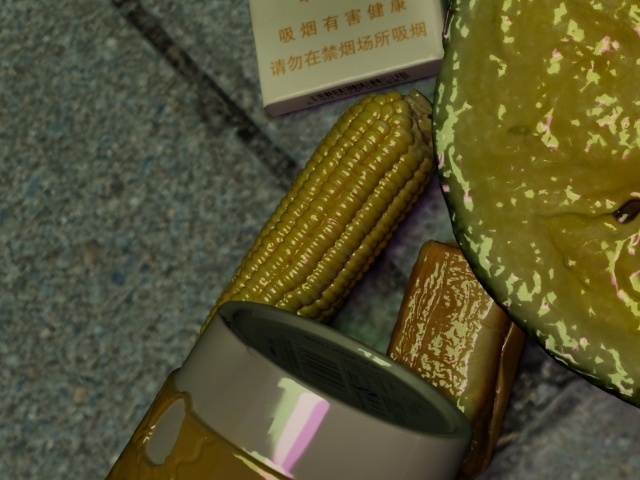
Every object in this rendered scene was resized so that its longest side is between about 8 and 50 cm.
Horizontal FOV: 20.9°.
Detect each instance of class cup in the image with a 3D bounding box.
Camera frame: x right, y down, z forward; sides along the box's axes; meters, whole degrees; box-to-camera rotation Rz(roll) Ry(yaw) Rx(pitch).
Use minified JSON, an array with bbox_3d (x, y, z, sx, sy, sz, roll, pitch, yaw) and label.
[{"bbox_3d":[-0.047,0.150,0.913,0.226,0.185,0.241,-63,35,11],"label":"cup"}]

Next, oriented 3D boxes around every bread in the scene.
[{"bbox_3d":[0.073,0.064,0.966,0.074,0.053,0.132,13,85,24],"label":"bread"}]

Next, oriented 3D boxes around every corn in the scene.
[{"bbox_3d":[0.000,0.000,1.003,0.067,0.067,0.206,36,92,25],"label":"corn"}]

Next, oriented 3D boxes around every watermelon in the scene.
[{"bbox_3d":[0.237,-0.061,0.864,0.331,0.189,0.330,-3,85,33],"label":"watermelon"}]

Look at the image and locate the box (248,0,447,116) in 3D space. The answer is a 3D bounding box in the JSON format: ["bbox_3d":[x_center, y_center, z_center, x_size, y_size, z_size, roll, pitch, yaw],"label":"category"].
[{"bbox_3d":[0.009,-0.195,1.067,0.122,0.032,0.220,-14,72,18],"label":"box"}]
